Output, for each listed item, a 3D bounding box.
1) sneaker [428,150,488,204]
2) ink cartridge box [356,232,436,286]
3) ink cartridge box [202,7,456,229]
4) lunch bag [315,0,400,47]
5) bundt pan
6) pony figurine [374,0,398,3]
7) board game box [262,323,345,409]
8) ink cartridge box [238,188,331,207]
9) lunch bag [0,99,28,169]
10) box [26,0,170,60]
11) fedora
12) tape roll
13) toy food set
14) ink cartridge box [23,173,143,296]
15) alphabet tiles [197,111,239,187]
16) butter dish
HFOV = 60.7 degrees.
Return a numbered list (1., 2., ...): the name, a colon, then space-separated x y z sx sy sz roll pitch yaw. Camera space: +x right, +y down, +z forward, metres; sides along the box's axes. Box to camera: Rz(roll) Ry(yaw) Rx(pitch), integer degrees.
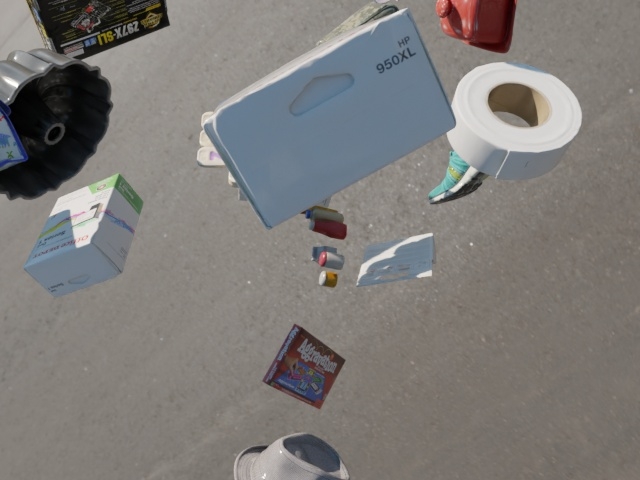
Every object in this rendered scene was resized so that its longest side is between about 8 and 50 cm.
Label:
1. sneaker: 0.378 -0.189 1.436 0.275 0.107 0.109 -48 61 45
2. ink cartridge box: 0.190 0.064 1.337 0.181 0.056 0.224 -11 24 16
3. ink cartridge box: -0.008 -0.196 0.843 0.286 0.166 0.395 -29 18 2
4. lunch bag: 0.139 -0.672 1.871 0.305 0.212 0.256 -35 35 4
5. bundt pan: -0.595 -0.251 1.133 0.124 0.331 0.330 33 86 8
6. pony figurine: 0.214 -0.769 1.237 0.351 0.302 0.363 -24 27 31
7. board game box: -0.030 0.309 1.309 0.027 0.281 0.145 20 74 32
8. ink cartridge box: -0.102 -0.215 1.608 0.273 0.114 0.196 5 61 -9
9. lunch bag: -0.574 -0.178 0.888 0.129 0.151 0.096 -14 16 23
10. box: -0.542 -0.600 1.338 0.322 0.257 0.079 -33 67 -23
11. fedora: -0.042 0.517 1.220 0.124 0.276 0.243 -58 16 13
12. tape roll: 0.439 -0.277 1.257 0.287 0.100 0.286 1 59 -2
13. toy food set: 0.000 0.000 1.412 0.111 0.105 0.232 128 150 -59
14. ink cartridge box: -0.584 -0.017 1.374 0.202 0.117 0.278 -19 40 13
15. alphabet tiles: -0.125 -0.226 1.199 0.278 0.021 0.284 1 53 -5
16. butter dish: 0.260 -0.417 0.967 0.118 0.159 0.160 -14 32 -17
